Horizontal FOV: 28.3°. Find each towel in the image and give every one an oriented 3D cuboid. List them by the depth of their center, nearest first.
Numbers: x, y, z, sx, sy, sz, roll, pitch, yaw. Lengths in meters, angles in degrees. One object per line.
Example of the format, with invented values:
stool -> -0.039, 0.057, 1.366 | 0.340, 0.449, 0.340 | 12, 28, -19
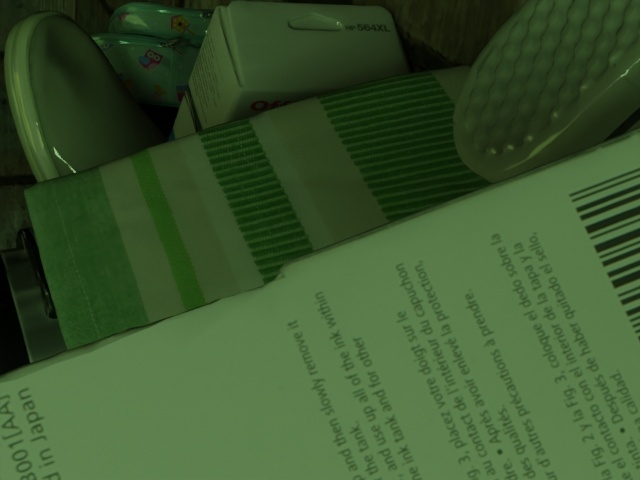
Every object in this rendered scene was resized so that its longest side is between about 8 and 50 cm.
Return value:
towel -> 0.000, 0.000, 0.766 | 0.038, 0.325, 0.248 | 80, 168, -45

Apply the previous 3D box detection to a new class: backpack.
backpack -> -0.170, -0.167, 1.308 | 0.166, 0.188, 0.144 | 169, 96, -68

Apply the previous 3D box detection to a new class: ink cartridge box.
ink cartridge box -> 0.045, 0.143, 0.343 | 0.066, 0.261, 0.296 | 110, 139, -71
ink cartridge box -> -0.032, -0.097, 1.038 | 0.203, 0.148, 0.085 | 120, 141, -55

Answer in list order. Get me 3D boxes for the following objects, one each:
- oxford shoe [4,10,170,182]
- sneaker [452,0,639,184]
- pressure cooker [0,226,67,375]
oxford shoe -> -0.134, -0.014, 1.161 | 0.130, 0.169, 0.449 | -19, 106, 31
sneaker -> 0.207, -0.116, 0.517 | 0.321, 0.127, 0.126 | -41, 35, 33
pressure cooker -> -0.125, 0.168, 0.910 | 0.369, 0.421, 0.375 | 95, 157, -48
